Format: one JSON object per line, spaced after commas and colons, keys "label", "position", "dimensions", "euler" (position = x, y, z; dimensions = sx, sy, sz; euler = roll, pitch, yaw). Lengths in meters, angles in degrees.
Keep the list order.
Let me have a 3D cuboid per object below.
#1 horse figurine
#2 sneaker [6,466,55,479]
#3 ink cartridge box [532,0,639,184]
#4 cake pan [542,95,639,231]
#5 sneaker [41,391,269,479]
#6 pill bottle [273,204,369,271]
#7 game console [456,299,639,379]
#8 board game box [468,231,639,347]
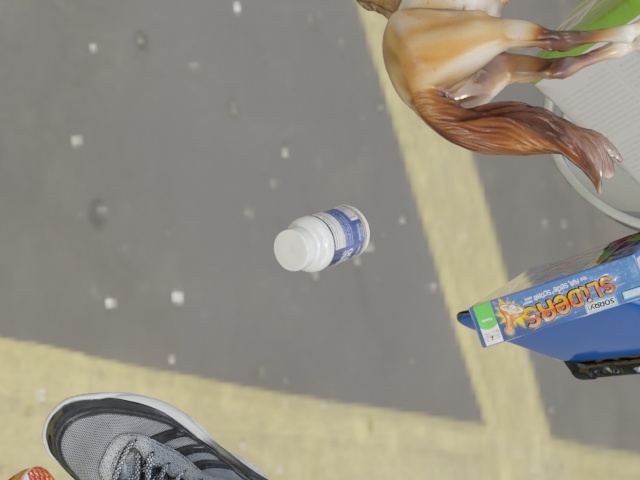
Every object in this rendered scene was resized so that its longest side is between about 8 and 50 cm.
{"label": "horse figurine", "position": [0.094, -0.119, 0.822], "dimensions": [0.263, 0.174, 0.066], "euler": [-85, 159, -52]}
{"label": "sneaker", "position": [-0.308, 0.310, 1.525], "dimensions": [0.064, 0.067, 0.175], "euler": [38, 44, -24]}
{"label": "ink cartridge box", "position": [0.317, -0.107, 1.227], "dimensions": [0.255, 0.189, 0.097], "euler": [43, 66, -7]}
{"label": "cake pan", "position": [0.388, -0.123, 1.654], "dimensions": [0.054, 0.293, 0.293], "euler": [77, 21, -61]}
{"label": "sneaker", "position": [-0.116, 0.202, 1.205], "dimensions": [0.101, 0.269, 0.153], "euler": [-62, 170, 2]}
{"label": "pill bottle", "position": [0.000, 0.000, 1.799], "dimensions": [0.120, 0.067, 0.067], "euler": [-19, 105, -53]}
{"label": "game console", "position": [0.335, 0.049, 1.614], "dimensions": [0.250, 0.293, 0.173], "euler": [-45, 103, -25]}
{"label": "board game box", "position": [0.211, 0.033, 1.232], "dimensions": [0.201, 0.136, 0.035], "euler": [-21, 91, -67]}
